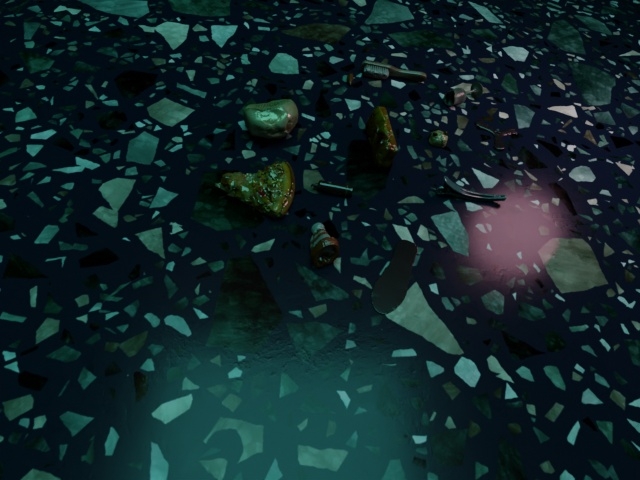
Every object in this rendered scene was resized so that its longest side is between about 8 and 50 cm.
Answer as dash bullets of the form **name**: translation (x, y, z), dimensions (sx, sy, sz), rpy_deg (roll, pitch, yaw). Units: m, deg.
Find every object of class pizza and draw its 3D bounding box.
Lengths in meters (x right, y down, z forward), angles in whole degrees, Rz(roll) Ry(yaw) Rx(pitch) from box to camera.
- **pizza**: translation (-0.210, -0.220, 1.623), dimensions (0.288, 0.074, 0.251), rpy_deg (27, 52, 9)

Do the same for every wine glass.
- **wine glass**: translation (0.683, -0.699, 2.113), dimensions (0.195, 0.079, 0.079), rpy_deg (-25, 61, -25)

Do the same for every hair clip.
- **hair clip**: translation (0.594, -0.189, 1.734), dimensions (0.275, 0.083, 0.048), rpy_deg (11, 47, -9)

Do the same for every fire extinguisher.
- **fire extinguisher**: translation (0.043, -0.198, 1.662), dimensions (0.158, 0.043, 0.064), rpy_deg (11, 23, -1)

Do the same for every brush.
- **brush**: translation (0.357, -0.813, 2.162), dimensions (0.327, 0.070, 0.065), rpy_deg (9, 71, -4)

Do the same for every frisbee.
- **frisbee**: translation (0.824, -0.496, 2.023), dimensions (0.187, 0.012, 0.211), rpy_deg (-16, 56, -20)

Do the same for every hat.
- **hat**: translation (0.000, 0.000, 1.485), dimensions (0.094, 0.112, 0.162), rpy_deg (12, 35, -35)
- **hat**: translation (0.514, -0.446, 1.911), dimensions (0.077, 0.059, 0.076), rpy_deg (11, 57, -6)

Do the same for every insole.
- **insole**: translation (0.253, 0.116, 1.481), dimensions (0.109, 0.007, 0.322), rpy_deg (24, 53, 7)

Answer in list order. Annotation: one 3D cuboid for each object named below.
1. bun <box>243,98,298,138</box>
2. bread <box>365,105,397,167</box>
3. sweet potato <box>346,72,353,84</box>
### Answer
- **bun**: translation (-0.199, -0.487, 1.787), dimensions (0.229, 0.145, 0.229), rpy_deg (-9, 23, 4)
- **bread**: translation (0.247, -0.429, 1.808), dimensions (0.077, 0.139, 0.271), rpy_deg (6, 54, -17)
- **sweet potato**: translation (0.142, -0.775, 2.114), dimensions (0.034, 0.034, 0.095), rpy_deg (9, 49, -2)
